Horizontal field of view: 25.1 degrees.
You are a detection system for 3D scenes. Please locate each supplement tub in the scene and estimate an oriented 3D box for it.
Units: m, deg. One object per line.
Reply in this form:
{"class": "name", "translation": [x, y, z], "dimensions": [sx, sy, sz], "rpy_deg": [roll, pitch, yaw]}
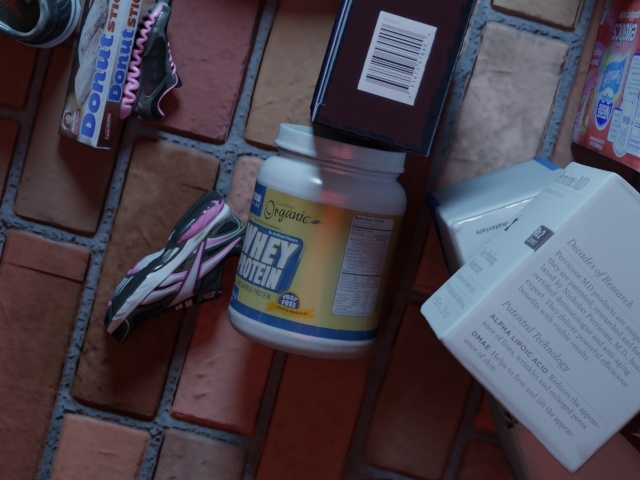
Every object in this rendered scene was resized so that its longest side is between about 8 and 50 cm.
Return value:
{"class": "supplement tub", "translation": [0.000, 0.000, 1.355], "dimensions": [0.144, 0.144, 0.199], "rpy_deg": [12, 98, -3]}

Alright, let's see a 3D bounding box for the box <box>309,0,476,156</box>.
{"class": "box", "translation": [0.061, -0.168, 1.300], "dimensions": [0.108, 0.207, 0.153], "rpy_deg": [16, 97, -3]}

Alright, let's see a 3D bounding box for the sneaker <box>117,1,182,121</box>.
{"class": "sneaker", "translation": [-0.157, -0.169, 1.381], "dimensions": [0.057, 0.047, 0.119], "rpy_deg": [15, 104, -15]}

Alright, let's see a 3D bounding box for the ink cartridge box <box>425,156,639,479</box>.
{"class": "ink cartridge box", "translation": [0.209, 0.094, 1.334], "dimensions": [0.129, 0.223, 0.307], "rpy_deg": [-18, 99, 1]}

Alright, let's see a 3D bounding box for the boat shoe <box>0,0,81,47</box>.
{"class": "boat shoe", "translation": [-0.347, -0.316, 1.311], "dimensions": [0.335, 0.119, 0.121], "rpy_deg": [44, 95, -6]}

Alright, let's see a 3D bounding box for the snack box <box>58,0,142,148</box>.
{"class": "snack box", "translation": [-0.207, -0.180, 1.366], "dimensions": [0.022, 0.064, 0.178], "rpy_deg": [5, 102, -47]}

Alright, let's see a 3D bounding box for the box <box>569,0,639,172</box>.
{"class": "box", "translation": [0.330, -0.129, 1.265], "dimensions": [0.142, 0.300, 0.154], "rpy_deg": [13, 97, -3]}

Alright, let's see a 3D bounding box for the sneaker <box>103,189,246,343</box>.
{"class": "sneaker", "translation": [-0.136, 0.041, 1.399], "dimensions": [0.077, 0.072, 0.178], "rpy_deg": [42, 101, -17]}

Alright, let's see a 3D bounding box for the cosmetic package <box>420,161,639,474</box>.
{"class": "cosmetic package", "translation": [0.201, 0.055, 1.139], "dimensions": [0.184, 0.151, 0.151], "rpy_deg": [-45, 97, 2]}

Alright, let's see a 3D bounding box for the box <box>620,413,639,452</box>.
{"class": "box", "translation": [0.379, 0.108, 1.211], "dimensions": [0.167, 0.168, 0.203], "rpy_deg": [44, 57, -29]}
